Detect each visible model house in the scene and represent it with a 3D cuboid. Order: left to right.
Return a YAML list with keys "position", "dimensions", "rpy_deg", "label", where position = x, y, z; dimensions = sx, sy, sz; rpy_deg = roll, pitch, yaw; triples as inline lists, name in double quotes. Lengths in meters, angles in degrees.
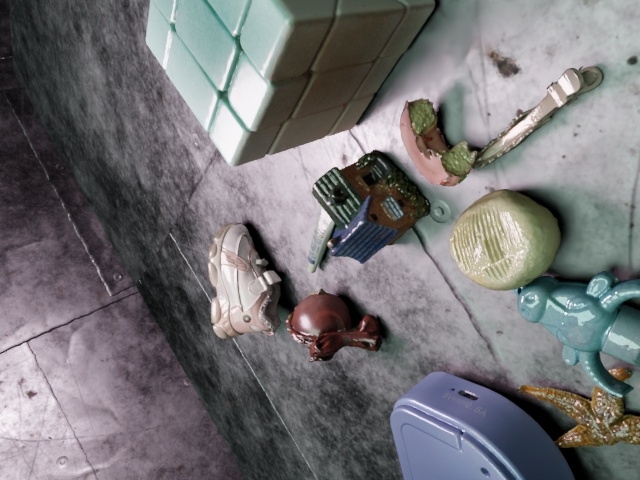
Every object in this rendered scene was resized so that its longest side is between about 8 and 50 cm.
- position: [0.077, -0.062, 0.945]
  dimensions: [0.183, 0.172, 0.166]
  rpy_deg: [55, 143, 11]
  label: "model house"

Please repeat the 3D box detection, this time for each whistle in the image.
- position: [0.425, 0.125, 0.718]
  dimensions: [0.274, 0.093, 0.186]
  rpy_deg: [25, 124, 35]
  label: "whistle"

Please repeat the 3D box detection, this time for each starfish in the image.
- position: [0.474, 0.281, 0.794]
  dimensions: [0.247, 0.050, 0.138]
  rpy_deg: [-36, 82, 46]
  label: "starfish"

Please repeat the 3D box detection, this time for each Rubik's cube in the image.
- position: [-0.068, -0.369, 0.808]
  dimensions: [0.322, 0.319, 0.316]
  rpy_deg: [54, 143, 12]
  label: "Rubik's cube"

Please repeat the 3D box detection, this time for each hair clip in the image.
- position: [0.313, -0.176, 0.703]
  dimensions: [0.034, 0.072, 0.226]
  rpy_deg: [62, 152, 13]
  label: "hair clip"

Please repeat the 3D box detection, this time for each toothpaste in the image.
- position: [0.000, 0.000, 1.186]
  dimensions: [0.062, 0.037, 0.216]
  rpy_deg: [40, 133, 28]
  label: "toothpaste"

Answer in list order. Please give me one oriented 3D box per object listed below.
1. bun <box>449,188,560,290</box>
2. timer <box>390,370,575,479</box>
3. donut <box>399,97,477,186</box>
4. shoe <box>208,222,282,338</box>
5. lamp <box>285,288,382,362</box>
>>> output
- position: [0.302, -0.001, 0.779]
  dimensions: [0.188, 0.111, 0.164]
  rpy_deg: [-41, 62, 54]
  label: "bun"
- position: [0.340, 0.474, 0.956]
  dimensions: [0.395, 0.173, 0.395]
  rpy_deg: [31, 134, 39]
  label: "timer"
- position: [0.196, -0.160, 0.817]
  dimensions: [0.166, 0.065, 0.117]
  rpy_deg: [61, 171, 13]
  label: "donut"
- position: [-0.211, 0.120, 1.421]
  dimensions: [0.198, 0.172, 0.351]
  rpy_deg: [0, 95, 12]
  label: "shoe"
- position: [0.027, 0.221, 1.200]
  dimensions: [0.151, 0.215, 0.223]
  rpy_deg: [87, 161, -49]
  label: "lamp"
